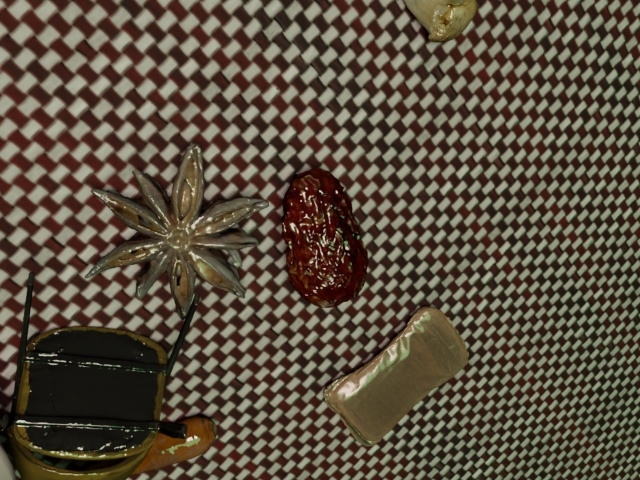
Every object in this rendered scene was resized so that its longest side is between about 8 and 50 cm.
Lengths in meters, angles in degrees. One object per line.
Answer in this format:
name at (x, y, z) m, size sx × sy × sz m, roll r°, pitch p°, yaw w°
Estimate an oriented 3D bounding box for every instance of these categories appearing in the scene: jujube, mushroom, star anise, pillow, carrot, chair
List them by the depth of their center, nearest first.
chair at (-0.238, 0.169, 0.574) m, size 0.158 × 0.173 × 0.247 m, roll 11°, pitch 147°, yaw -23°
star anise at (-0.156, -0.011, 0.591) m, size 0.182 × 0.065 × 0.195 m, roll 13°, pitch 107°, yaw -19°
mushroom at (0.101, -0.308, 0.593) m, size 0.059 × 0.054 × 0.202 m, roll -41°, pitch 111°, yaw -9°
jujube at (0.000, 0.002, 0.634) m, size 0.104 × 0.104 × 0.166 m, roll -23°, pitch 109°, yaw -12°
carrot at (-0.231, 0.271, 0.670) m, size 0.216 × 0.048 × 0.048 m, roll -20°, pitch 113°, yaw -8°
pillow at (0.114, 0.193, 0.775) m, size 0.211 × 0.034 × 0.135 m, roll -39°, pitch 113°, yaw -6°

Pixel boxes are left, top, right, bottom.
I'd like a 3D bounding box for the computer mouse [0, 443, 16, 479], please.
computer mouse at (-0.438, 0.211, 0.518) m, size 0.296 × 0.121 × 0.184 m, roll 3°, pitch 117°, yaw -12°
